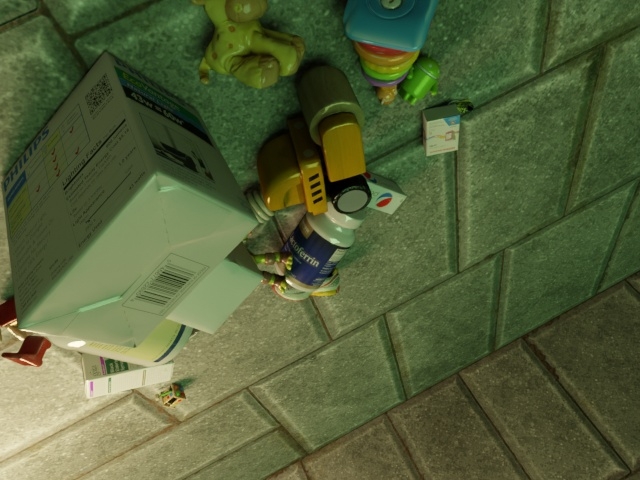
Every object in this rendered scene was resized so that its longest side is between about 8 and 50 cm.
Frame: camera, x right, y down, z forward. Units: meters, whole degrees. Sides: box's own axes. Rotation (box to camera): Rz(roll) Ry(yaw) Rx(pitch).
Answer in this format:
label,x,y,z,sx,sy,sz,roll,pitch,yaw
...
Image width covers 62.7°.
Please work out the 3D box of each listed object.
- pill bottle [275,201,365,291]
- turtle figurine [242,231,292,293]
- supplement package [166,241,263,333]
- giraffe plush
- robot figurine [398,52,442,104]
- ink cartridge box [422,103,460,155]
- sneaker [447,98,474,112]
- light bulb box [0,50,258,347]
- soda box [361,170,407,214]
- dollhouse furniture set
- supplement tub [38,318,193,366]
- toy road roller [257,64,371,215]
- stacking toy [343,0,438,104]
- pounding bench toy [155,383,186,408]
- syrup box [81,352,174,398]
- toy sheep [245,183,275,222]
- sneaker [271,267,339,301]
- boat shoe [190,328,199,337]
label,x,y,z,sx,sy,sz,roll,pitch,yaw
pill bottle,0.000,0.000,1.430,0.153,0.153,0.265,11,125,-41
turtle figurine,-0.192,0.075,1.356,0.217,0.087,0.270,12,91,-17
supplement package,-0.286,0.023,1.128,0.175,0.293,0.177,-47,136,10
giraffe plush,-0.141,-0.385,0.931,0.210,0.181,0.171,4,130,11
robot figurine,0.234,-0.380,1.236,0.101,0.067,0.115,21,119,-32
ink cartridge box,0.318,-0.290,1.388,0.088,0.052,0.122,-11,143,3
sneaker,0.369,-0.351,1.384,0.083,0.035,0.031,-17,139,-18
light bulb box,-0.359,-0.068,0.943,0.358,0.361,0.225,-43,142,15
soda box,0.134,-0.138,1.435,0.216,0.069,0.074,13,125,-41
dollhouse furniture set,-0.779,0.251,1.143,0.374,0.201,0.152,-28,142,-3
supplement tub,-0.475,0.148,1.207,0.235,0.235,0.324,-41,141,13
toy road roller,-0.029,-0.195,1.165,0.240,0.203,0.330,-15,142,-3
stacking toy,0.142,-0.393,1.115,0.302,0.165,0.175,78,30,-68
pounding bench toy,-0.498,0.513,1.744,0.065,0.052,0.083,-40,141,11
syrup box,-0.553,0.364,1.508,0.236,0.093,0.096,-5,136,-29
toy sheep,-0.154,-0.082,1.287,0.132,0.091,0.091,-40,142,11
sneaker,-0.045,0.122,1.609,0.225,0.088,0.093,-8,116,-27
boat shoe,-0.317,0.184,1.454,0.306,0.113,0.105,-44,149,5
